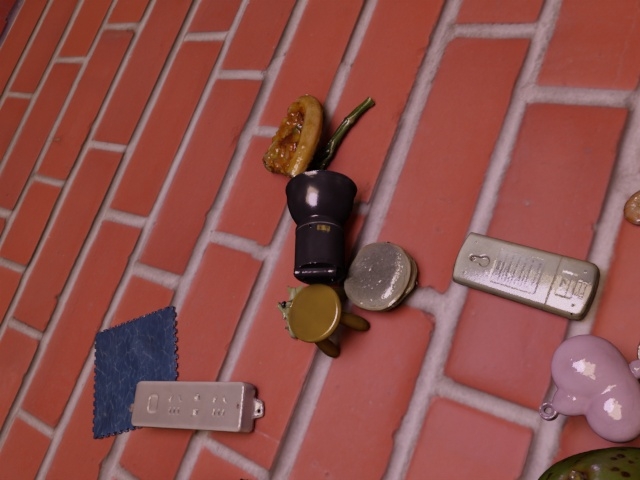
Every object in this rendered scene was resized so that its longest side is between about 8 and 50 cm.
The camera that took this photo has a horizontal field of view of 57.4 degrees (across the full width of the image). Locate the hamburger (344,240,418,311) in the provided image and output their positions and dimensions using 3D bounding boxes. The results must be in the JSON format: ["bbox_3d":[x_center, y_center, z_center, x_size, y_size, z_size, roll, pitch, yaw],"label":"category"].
[{"bbox_3d":[0.116,0.069,1.106,0.133,0.062,0.140,23,85,38],"label":"hamburger"}]

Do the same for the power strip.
[{"bbox_3d":[-0.274,0.346,1.222,0.338,0.058,0.098,-7,69,26],"label":"power strip"}]

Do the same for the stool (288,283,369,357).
[{"bbox_3d":[0.011,0.148,1.107,0.134,0.110,0.135,-2,71,32],"label":"stool"}]

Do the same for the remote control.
[{"bbox_3d":[0.342,0.057,0.989,0.234,0.038,0.098,18,80,36],"label":"remote control"}]

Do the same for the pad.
[{"bbox_3d":[-0.437,0.309,1.372,0.269,0.012,0.269,-22,61,22],"label":"pad"}]

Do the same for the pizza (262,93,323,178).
[{"bbox_3d":[-0.067,-0.219,1.301,0.197,0.058,0.292,-33,37,40],"label":"pizza"}]

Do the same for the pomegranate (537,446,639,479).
[{"bbox_3d":[0.378,0.392,0.719,0.254,0.254,0.270,-26,102,20],"label":"pomegranate"}]

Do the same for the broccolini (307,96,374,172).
[{"bbox_3d":[0.037,-0.220,1.286,0.054,0.051,0.239,40,87,-8],"label":"broccolini"}]

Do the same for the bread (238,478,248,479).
[{"bbox_3d":[-0.299,0.593,1.026,0.395,0.264,0.239,-45,51,9],"label":"bread"}]

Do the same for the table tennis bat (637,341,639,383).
[{"bbox_3d":[0.509,0.189,0.848,0.234,0.022,0.131,-37,57,12],"label":"table tennis bat"}]

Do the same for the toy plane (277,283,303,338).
[{"bbox_3d":[-0.055,0.144,1.192,0.102,0.040,0.111,-17,59,46],"label":"toy plane"}]

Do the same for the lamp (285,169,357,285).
[{"bbox_3d":[0.000,0.000,1.144,0.147,0.172,0.227,-1,62,4],"label":"lamp"}]

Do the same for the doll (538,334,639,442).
[{"bbox_3d":[0.477,0.172,0.807,0.365,0.094,0.160,-26,61,16],"label":"doll"}]

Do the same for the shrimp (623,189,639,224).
[{"bbox_3d":[0.536,-0.066,0.932,0.108,0.023,0.059,-35,48,14],"label":"shrimp"}]
